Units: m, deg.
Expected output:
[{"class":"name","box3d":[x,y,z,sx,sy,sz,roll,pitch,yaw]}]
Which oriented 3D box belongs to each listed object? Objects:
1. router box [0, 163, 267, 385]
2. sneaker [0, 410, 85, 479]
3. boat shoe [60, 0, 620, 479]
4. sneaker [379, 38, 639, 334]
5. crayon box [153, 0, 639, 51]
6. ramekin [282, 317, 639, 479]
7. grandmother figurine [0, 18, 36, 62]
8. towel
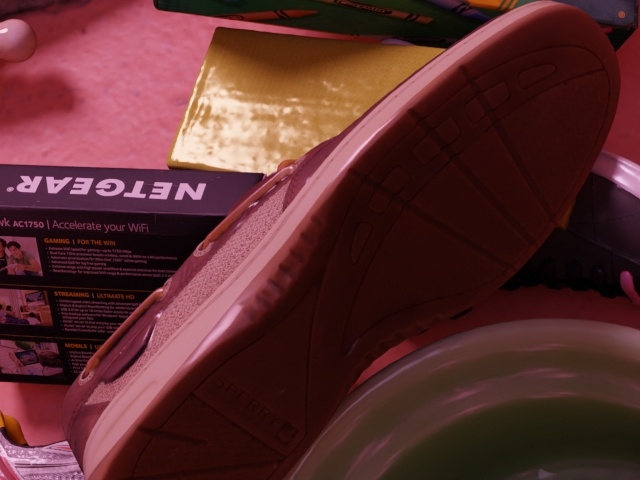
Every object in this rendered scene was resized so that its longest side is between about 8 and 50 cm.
[{"class":"router box","box3d":[-0.115,0.023,0.975,0.178,0.133,0.046,3,37,9]},{"class":"sneaker","box3d":[-0.115,0.151,0.959,0.225,0.088,0.093,14,75,12]},{"class":"boat shoe","box3d":[0.000,0.000,0.858,0.342,0.123,0.123,-47,37,1]},{"class":"sneaker","box3d":[0.114,0.013,0.960,0.295,0.104,0.147,32,82,24]},{"class":"crayon box","box3d":[0.048,-0.207,1.007,0.278,0.081,0.165,7,75,-6]},{"class":"ramekin","box3d":[0.121,0.205,0.845,0.303,0.148,0.303,-9,64,19]},{"class":"grandmother figurine","box3d":[-0.253,-0.198,1.082,0.342,0.104,0.208,-27,63,-3]},{"class":"towel","box3d":[0.034,-0.066,0.952,0.237,0.021,0.102,8,63,22]}]
